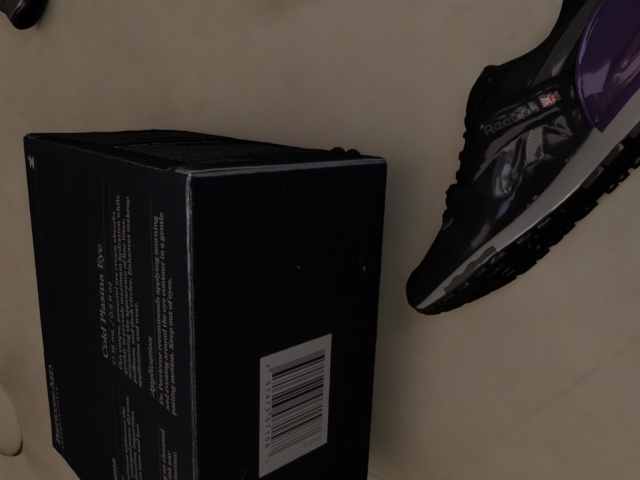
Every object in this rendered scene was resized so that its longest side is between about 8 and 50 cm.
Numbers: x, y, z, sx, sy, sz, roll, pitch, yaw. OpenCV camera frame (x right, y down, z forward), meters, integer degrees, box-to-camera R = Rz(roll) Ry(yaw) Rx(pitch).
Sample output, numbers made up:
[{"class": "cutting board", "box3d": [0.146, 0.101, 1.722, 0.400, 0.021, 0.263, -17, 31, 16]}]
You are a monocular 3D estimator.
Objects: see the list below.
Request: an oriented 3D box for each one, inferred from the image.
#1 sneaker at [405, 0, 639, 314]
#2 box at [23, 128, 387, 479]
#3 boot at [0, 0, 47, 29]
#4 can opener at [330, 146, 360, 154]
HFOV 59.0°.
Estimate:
[{"class": "sneaker", "box3d": [0.153, -0.064, 0.438, 0.283, 0.107, 0.124, -50, 61, 25]}, {"class": "box", "box3d": [-0.119, 0.080, 0.518, 0.312, 0.178, 0.344, 17, 111, 45]}, {"class": "boot", "box3d": [-0.369, -0.394, 0.670, 0.161, 0.083, 0.247, 30, 115, 7]}, {"class": "can opener", "box3d": [0.000, 0.000, 0.548, 0.073, 0.059, 0.186, 25, 113, 23]}]
